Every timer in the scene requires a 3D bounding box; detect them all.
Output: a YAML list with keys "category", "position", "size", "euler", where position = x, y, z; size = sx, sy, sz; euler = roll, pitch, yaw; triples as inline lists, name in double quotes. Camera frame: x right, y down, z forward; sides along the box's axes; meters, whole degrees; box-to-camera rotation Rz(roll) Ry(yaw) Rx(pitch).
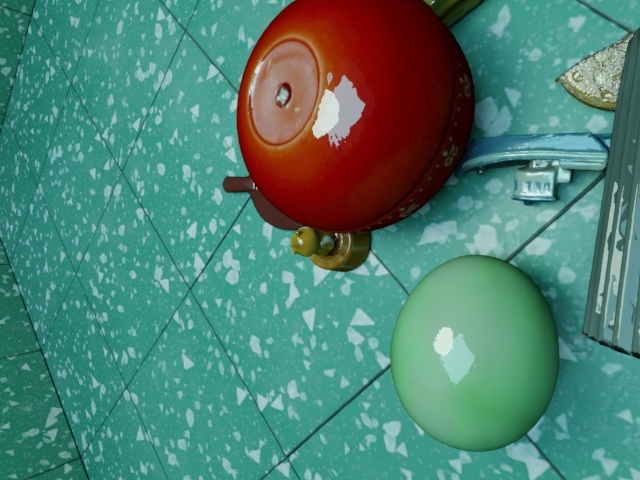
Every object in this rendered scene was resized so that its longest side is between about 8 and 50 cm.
- category: "timer"
  position: [0.000, 0.000, 0.804]
  size: [0.132, 0.152, 0.131]
  euler: [2, 93, 38]
- category: "timer"
  position: [0.038, -0.199, 0.678]
  size: [0.378, 0.279, 0.377]
  euler: [-3, 86, 41]

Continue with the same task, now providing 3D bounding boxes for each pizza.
- category: "pizza"
  position: [0.391, -0.212, 0.577]
  size: [0.100, 0.029, 0.099]
  euler: [-34, 80, 36]

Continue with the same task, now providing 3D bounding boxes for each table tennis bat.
- category: "table tennis bat"
  position: [-0.102, -0.125, 0.950]
  size: [0.310, 0.038, 0.200]
  euler: [5, 94, 37]

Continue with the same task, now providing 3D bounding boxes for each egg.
- category: "egg"
  position: [0.211, 0.154, 0.605]
  size: [0.221, 0.220, 0.269]
  euler: [8, 95, 37]

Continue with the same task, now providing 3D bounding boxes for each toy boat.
- category: "toy boat"
  position: [0.298, -0.100, 0.612]
  size: [0.215, 0.088, 0.102]
  euler: [8, 100, 36]

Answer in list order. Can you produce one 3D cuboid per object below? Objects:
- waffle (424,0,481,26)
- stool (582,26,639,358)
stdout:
- category: "waffle"
  position: [0.191, -0.554, 0.659]
  size: [0.261, 0.114, 0.376]
  euler: [-31, 74, 34]
- category: "stool"
  position: [0.428, -0.048, 0.398]
  size: [0.297, 0.297, 0.329]
  euler: [5, 90, 37]
